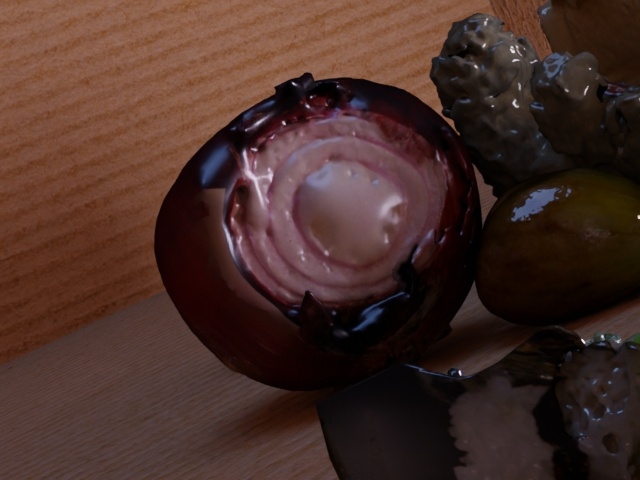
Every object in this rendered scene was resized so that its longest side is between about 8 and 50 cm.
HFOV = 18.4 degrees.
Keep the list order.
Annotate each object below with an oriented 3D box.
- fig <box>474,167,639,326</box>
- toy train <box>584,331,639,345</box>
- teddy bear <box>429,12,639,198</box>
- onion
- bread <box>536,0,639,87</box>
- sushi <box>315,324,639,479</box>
[{"bbox_3d":[0.278,0.000,1.887,0.274,0.146,0.170,-5,12,18],"label":"fig"},{"bbox_3d":[0.183,0.116,1.362,0.081,0.060,0.202,-9,13,40],"label":"toy train"},{"bbox_3d":[0.337,-0.107,2.008,0.357,0.224,0.367,23,-21,-37],"label":"teddy bear"},{"bbox_3d":[0.007,0.004,2.013,0.341,0.341,0.341,-21,5,2],"label":"onion"},{"bbox_3d":[0.545,-0.263,2.595,0.390,0.279,0.371,-18,0,-19],"label":"bread"},{"bbox_3d":[0.149,0.116,1.223,0.273,0.134,0.109,-24,-17,16],"label":"sushi"}]
